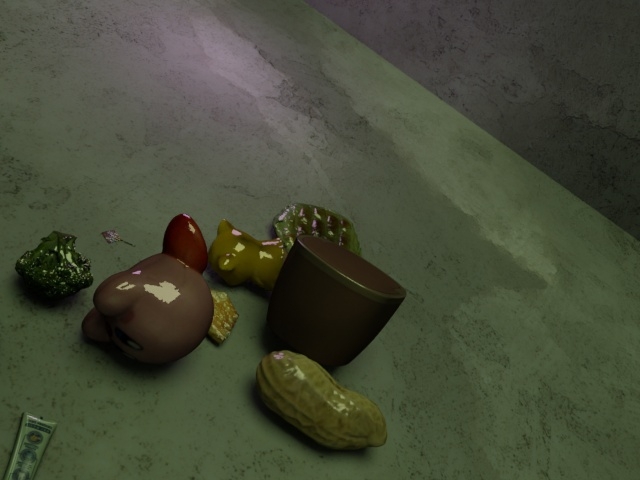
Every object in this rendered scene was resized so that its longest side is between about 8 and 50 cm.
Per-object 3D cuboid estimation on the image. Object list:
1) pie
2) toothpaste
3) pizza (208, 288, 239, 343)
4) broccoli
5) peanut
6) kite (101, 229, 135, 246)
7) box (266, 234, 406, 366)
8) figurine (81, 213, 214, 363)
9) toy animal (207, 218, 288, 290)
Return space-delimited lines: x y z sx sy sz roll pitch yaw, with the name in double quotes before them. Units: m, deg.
"pie" 0.000 0.000 1.783 0.307 0.071 0.306 20 41 -18
"toothpaste" -0.488 0.384 1.010 0.062 0.039 0.239 24 36 -21
"pizza" -0.245 0.166 1.437 0.099 0.035 0.160 -12 58 -44
"broccoli" -0.537 0.052 1.268 0.146 0.137 0.162 14 4 -33
"peanut" 0.004 0.351 1.347 0.325 0.140 0.153 32 10 -12
"kite" -0.477 0.000 1.468 0.078 0.002 0.044 36 37 2
"box" 0.026 0.142 1.463 0.301 0.216 0.301 28 13 -7
"figurine" -0.313 0.129 1.266 0.211 0.269 0.261 41 46 -1
"toy animal" -0.160 0.049 1.549 0.230 0.156 0.156 18 40 -27
